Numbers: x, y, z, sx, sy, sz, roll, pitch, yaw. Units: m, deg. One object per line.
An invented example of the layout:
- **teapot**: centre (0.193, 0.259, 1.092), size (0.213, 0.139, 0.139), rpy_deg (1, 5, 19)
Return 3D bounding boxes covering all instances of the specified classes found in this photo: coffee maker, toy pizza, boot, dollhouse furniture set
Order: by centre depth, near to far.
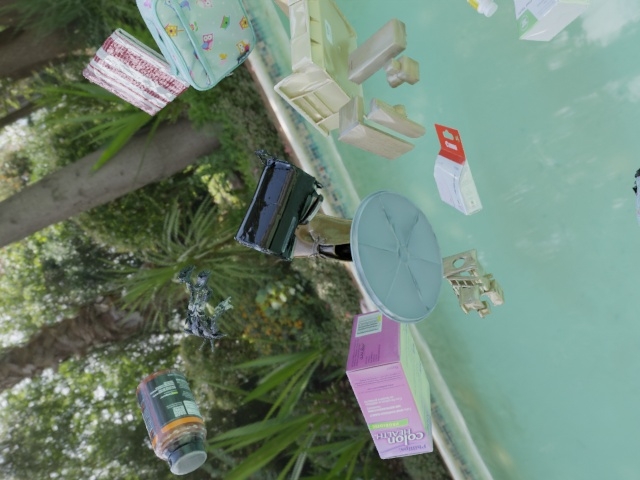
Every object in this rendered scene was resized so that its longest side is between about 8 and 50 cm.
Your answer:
- **toy pizza**: centre (0.111, 0.023, 0.766), size (0.032, 0.201, 0.201), rpy_deg (-20, 100, 46)
- **dollhouse furniture set**: centre (0.121, -0.244, 0.862), size (0.144, 0.123, 0.151), rpy_deg (-25, 58, 50)
- **coffee maker**: centre (-0.098, -0.064, 1.030), size (0.171, 0.178, 0.120), rpy_deg (25, 172, -31)
- **boot**: centre (0.000, 0.000, 1.209), size (0.115, 0.306, 0.112), rpy_deg (-63, -30, -68)
- **dollhouse furniture set**: centre (0.368, 0.146, 1.262), size (0.182, 0.101, 0.160), rpy_deg (48, -143, -33)

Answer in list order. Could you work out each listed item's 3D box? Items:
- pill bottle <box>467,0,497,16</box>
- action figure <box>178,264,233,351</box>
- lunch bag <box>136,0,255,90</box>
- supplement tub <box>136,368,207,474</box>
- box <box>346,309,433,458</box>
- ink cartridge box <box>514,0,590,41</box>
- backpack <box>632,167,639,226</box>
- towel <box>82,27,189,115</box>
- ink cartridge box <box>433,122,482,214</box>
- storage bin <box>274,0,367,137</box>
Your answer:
- **pill bottle**: centre (0.563, -0.839, 1.817), size (0.116, 0.065, 0.065), rpy_deg (55, 175, 19)
- **action figure**: centre (-0.368, 0.216, 1.674), size (0.141, 0.164, 0.275), rpy_deg (-47, -43, -53)
- **lunch bag**: centre (-0.284, -0.501, 1.216), size (0.108, 0.224, 0.279), rpy_deg (32, 161, 32)
- **supplement tub**: centre (-0.294, 0.362, 1.039), size (0.198, 0.106, 0.106), rpy_deg (52, 172, 40)
- **box**: centre (0.157, 0.308, 1.151), size (0.213, 0.118, 0.242), rpy_deg (-72, -38, -64)
- **ink cartridge box**: centre (0.706, -0.841, 1.628), size (0.207, 0.119, 0.353), rpy_deg (139, 129, -74)
- **backpack**: centre (0.857, -0.095, 1.298), size (0.115, 0.152, 0.181), rpy_deg (16, -99, -52)
- **towel**: centre (-0.528, -0.478, 1.497), size (0.237, 0.037, 0.329), rpy_deg (28, 159, -33)
- **ink cartridge box**: centre (0.363, -0.202, 1.459), size (0.232, 0.066, 0.189), rpy_deg (62, -179, -20)
- **storage bin**: centre (-0.007, -0.425, 1.205), size (0.260, 0.123, 0.262), rpy_deg (29, -128, -57)
